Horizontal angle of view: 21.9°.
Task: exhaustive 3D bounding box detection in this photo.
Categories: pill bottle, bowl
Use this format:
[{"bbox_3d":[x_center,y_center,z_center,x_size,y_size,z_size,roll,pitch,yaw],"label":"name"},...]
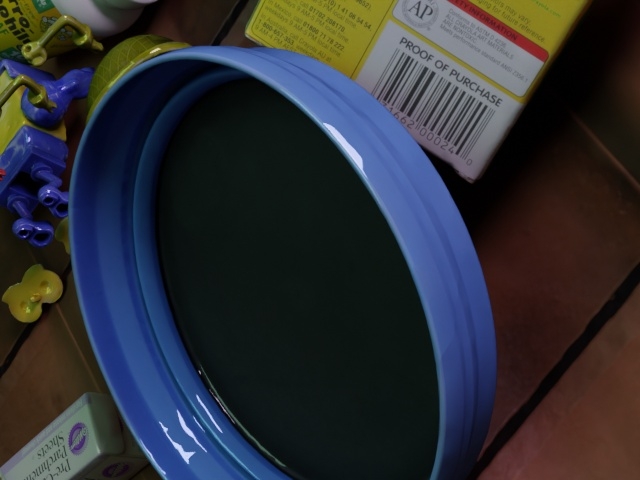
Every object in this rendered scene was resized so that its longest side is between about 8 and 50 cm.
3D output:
[{"bbox_3d":[-0.237,-0.241,1.563,0.208,0.118,0.117,-11,72,44],"label":"pill bottle"},{"bbox_3d":[-0.034,0.048,1.191,0.391,0.077,0.391,23,123,40],"label":"bowl"}]

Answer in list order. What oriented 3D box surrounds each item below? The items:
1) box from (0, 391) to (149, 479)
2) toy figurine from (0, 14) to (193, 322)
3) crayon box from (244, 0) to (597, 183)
[{"bbox_3d":[-0.276,0.248,1.512,0.324,0.063,0.067,-40,55,32],"label":"box"},{"bbox_3d":[-0.291,-0.116,1.546,0.362,0.191,0.217,-51,43,23],"label":"toy figurine"},{"bbox_3d":[0.106,-0.221,1.103,0.202,0.081,0.318,34,125,4],"label":"crayon box"}]
